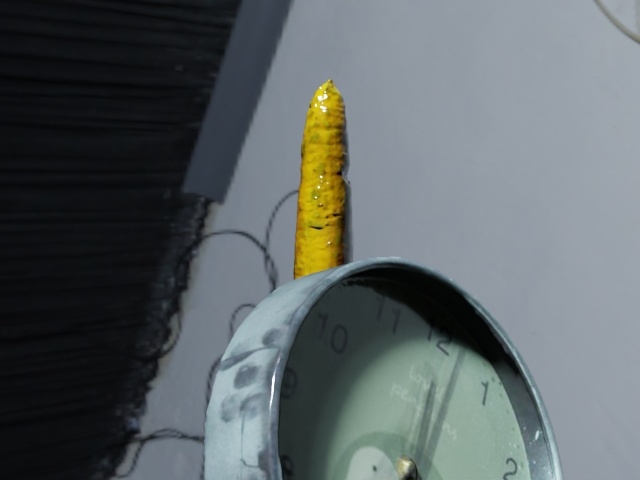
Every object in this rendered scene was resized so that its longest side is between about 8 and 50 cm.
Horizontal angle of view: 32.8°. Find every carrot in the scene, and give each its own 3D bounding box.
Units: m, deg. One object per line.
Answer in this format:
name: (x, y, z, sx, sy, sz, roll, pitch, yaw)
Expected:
carrot: (0.000, 0.000, 1.056, 0.066, 0.066, 0.314, -1, 88, 42)

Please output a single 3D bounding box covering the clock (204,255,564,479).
clock: (0.061, 0.165, 0.781, 0.066, 0.318, 0.319, -25, 75, 42)
